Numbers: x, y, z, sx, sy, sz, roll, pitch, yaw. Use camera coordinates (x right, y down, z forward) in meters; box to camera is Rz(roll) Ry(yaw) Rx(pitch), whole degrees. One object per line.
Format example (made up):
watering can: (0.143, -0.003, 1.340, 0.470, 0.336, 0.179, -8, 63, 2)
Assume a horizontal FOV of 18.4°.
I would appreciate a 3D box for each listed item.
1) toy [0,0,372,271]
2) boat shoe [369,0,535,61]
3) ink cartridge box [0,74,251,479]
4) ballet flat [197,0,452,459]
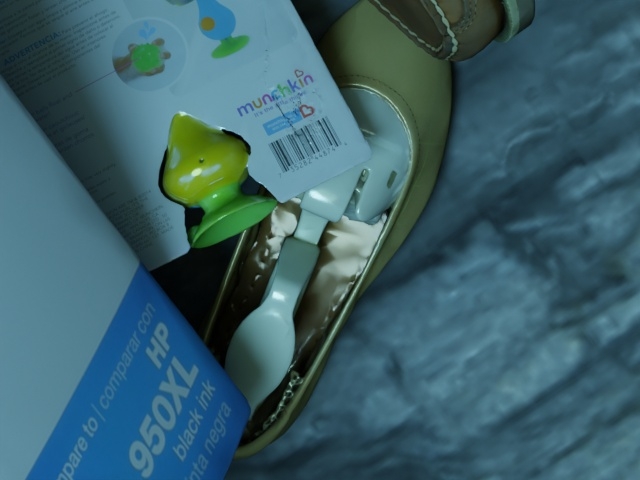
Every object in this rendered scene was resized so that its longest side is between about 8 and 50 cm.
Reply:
toy: (-0.090, -0.102, 0.889, 0.137, 0.056, 0.237, -27, 74, -4)
boat shoe: (-0.042, -0.178, 0.833, 0.104, 0.111, 0.307, -39, 78, -13)
ink cartridge box: (-0.259, 0.009, 0.778, 0.285, 0.166, 0.395, -15, 123, 33)
ballet flat: (0.000, 0.000, 0.903, 0.080, 0.073, 0.232, 21, 103, 1)
